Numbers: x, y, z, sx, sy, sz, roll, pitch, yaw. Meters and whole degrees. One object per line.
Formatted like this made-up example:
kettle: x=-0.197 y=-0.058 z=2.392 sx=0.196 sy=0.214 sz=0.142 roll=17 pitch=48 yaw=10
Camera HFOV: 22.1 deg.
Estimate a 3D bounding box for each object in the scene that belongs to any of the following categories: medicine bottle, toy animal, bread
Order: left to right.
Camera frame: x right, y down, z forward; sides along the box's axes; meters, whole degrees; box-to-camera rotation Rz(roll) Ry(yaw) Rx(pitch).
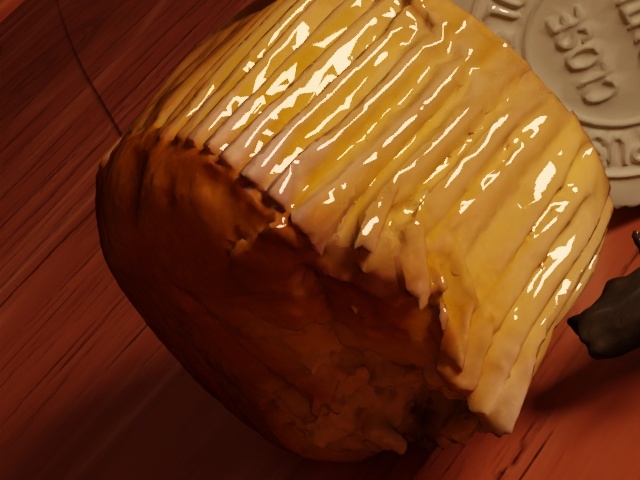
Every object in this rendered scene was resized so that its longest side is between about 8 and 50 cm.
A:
bread: x=0.000 y=0.000 z=0.666 sx=0.133 sy=0.179 sz=0.250 roll=-45 pitch=14 yaw=-20
medicine bottle: x=0.138 y=-0.156 z=0.801 sx=0.158 sy=0.158 sz=0.318 roll=-30 pitch=20 yaw=21
toy animal: x=0.144 y=0.017 z=0.573 sx=0.135 sy=0.047 sz=0.065 roll=-22 pitch=20 yaw=42
